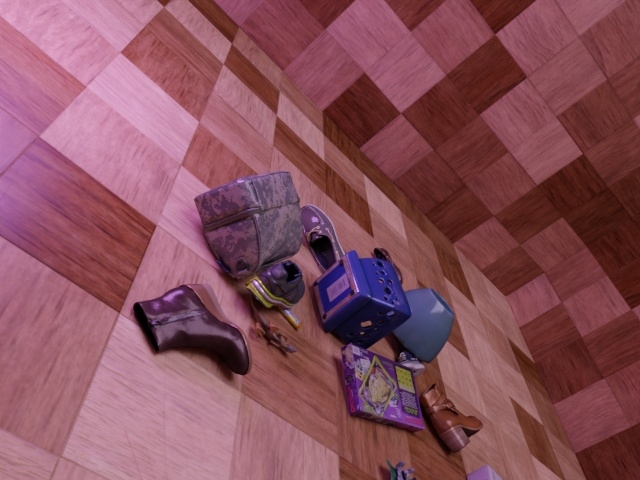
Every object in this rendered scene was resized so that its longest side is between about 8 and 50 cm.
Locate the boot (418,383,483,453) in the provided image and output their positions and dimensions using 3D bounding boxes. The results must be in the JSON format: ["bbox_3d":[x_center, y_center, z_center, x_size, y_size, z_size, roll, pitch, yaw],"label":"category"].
[{"bbox_3d":[0.458,0.616,2.013,0.220,0.109,0.283,55,29,17],"label":"boot"}]

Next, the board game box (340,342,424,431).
[{"bbox_3d":[0.196,0.462,1.742,0.347,0.056,0.208,31,37,-42],"label":"board game box"}]

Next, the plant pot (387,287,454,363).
[{"bbox_3d":[0.396,0.296,2.165,0.290,0.195,0.290,43,14,-14],"label":"plant pot"}]

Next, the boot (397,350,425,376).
[{"bbox_3d":[0.298,0.440,2.009,0.086,0.069,0.190,49,15,32],"label":"boot"}]

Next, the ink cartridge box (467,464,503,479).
[{"bbox_3d":[0.590,0.877,1.854,0.219,0.092,0.160,46,23,-15],"label":"ink cartridge box"}]

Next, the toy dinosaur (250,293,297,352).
[{"bbox_3d":[-0.147,0.226,1.492,0.211,0.064,0.112,54,-4,2],"label":"toy dinosaur"}]

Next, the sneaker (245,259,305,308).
[{"bbox_3d":[-0.093,0.119,1.579,0.111,0.121,0.300,51,11,11],"label":"sneaker"}]

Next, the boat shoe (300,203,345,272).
[{"bbox_3d":[0.004,-0.002,2.035,0.305,0.109,0.091,62,19,13],"label":"boat shoe"}]

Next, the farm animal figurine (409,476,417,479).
[{"bbox_3d":[0.165,0.624,1.140,0.330,0.326,0.172,-16,56,-48],"label":"farm animal figurine"}]

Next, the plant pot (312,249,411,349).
[{"bbox_3d":[0.117,0.185,1.819,0.212,0.236,0.236,27,33,-36],"label":"plant pot"}]

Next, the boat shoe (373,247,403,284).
[{"bbox_3d":[0.292,0.116,2.468,0.073,0.073,0.207,24,28,-46],"label":"boat shoe"}]

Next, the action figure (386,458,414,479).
[{"bbox_3d":[0.230,0.704,1.474,0.137,0.063,0.232,42,27,-30],"label":"action figure"}]

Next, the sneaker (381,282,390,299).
[{"bbox_3d":[0.187,0.207,2.153,0.082,0.069,0.209,17,18,33],"label":"sneaker"}]

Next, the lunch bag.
[{"bbox_3d":[-0.185,-0.043,1.603,0.305,0.213,0.256,-22,92,-64],"label":"lunch bag"}]

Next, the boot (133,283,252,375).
[{"bbox_3d":[-0.278,0.216,1.234,0.207,0.090,0.248,-18,72,-54],"label":"boot"}]

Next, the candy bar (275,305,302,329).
[{"bbox_3d":[-0.109,0.195,1.636,0.161,0.018,0.040,49,23,-5],"label":"candy bar"}]
